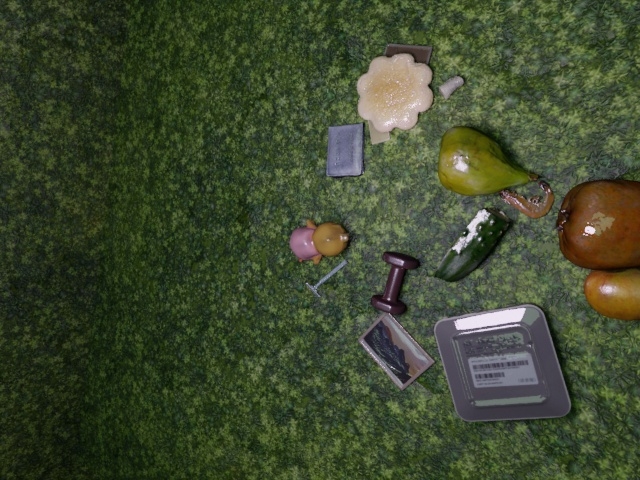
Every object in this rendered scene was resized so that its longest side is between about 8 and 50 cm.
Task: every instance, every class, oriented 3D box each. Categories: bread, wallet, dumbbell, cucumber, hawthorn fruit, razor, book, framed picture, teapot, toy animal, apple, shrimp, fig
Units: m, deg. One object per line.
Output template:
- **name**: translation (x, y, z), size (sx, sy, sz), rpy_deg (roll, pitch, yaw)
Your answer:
- **bread**: translation (0.276, -0.566, 1.559), size (0.316, 0.054, 0.316), rpy_deg (0, 91, 25)
- **wallet**: translation (0.104, -0.370, 1.689), size (0.167, 0.036, 0.222), rpy_deg (3, 92, 29)
- **dumbbell**: translation (0.281, 0.160, 1.553), size (0.140, 0.124, 0.225), rpy_deg (20, 101, 27)
- **cucumber**: translation (0.522, 0.036, 1.419), size (0.105, 0.145, 0.325), rpy_deg (46, 116, 27)
- **hawthorn fruit**: translation (0.847, -0.041, 1.160), size (0.301, 0.268, 0.267), rpy_deg (5, 93, 24)
- **razor**: translation (0.037, 0.151, 1.745), size (0.211, 0.036, 0.084), rpy_deg (-42, 96, 17)
- **book**: translation (0.232, -0.447, 1.629), size (0.077, 0.014, 0.111), rpy_deg (-10, 86, 28)
- **framed picture**: translation (0.294, 0.435, 1.614), size (0.265, 0.018, 0.192), rpy_deg (46, 112, 20)
- **teapot**: translation (0.473, -0.561, 1.477), size (0.083, 0.057, 0.067), rpy_deg (-34, 46, 20)
- **framed picture**: translation (0.311, -0.623, 1.577), size (0.189, 0.023, 0.260), rpy_deg (17, 99, 27)
- **toy animal**: translation (0.000, 0.000, 1.680), size (0.281, 0.169, 0.195), rpy_deg (-9, 90, 29)
- **apple**: translation (0.882, 0.156, 1.197), size (0.182, 0.182, 0.155), rpy_deg (-6, 102, 29)
- **shrimp**: translation (0.694, -0.157, 1.371), size (0.178, 0.034, 0.124), rpy_deg (39, 106, 21)
- **fig**: translation (0.532, -0.251, 1.346), size (0.314, 0.233, 0.233), rpy_deg (24, 102, 35)

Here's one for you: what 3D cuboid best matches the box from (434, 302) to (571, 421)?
- **box**: translation (0.610, 0.420, 1.399), size (0.367, 0.090, 0.373), rpy_deg (-18, 83, 27)
